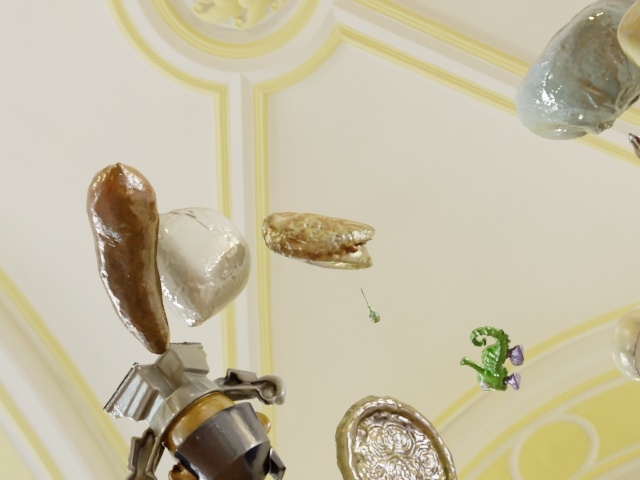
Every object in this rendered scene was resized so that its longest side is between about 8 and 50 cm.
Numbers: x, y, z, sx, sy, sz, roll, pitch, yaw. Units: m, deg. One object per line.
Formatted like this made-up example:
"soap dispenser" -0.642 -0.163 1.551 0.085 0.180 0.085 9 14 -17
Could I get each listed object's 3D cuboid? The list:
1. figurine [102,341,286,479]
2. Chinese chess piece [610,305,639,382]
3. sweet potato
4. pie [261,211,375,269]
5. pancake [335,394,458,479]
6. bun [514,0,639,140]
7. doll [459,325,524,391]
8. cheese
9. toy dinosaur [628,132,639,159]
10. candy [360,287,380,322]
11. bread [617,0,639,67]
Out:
"figurine" -0.186 0.296 1.069 0.308 0.308 0.143 -24 -32 -3
"Chinese chess piece" 0.511 0.162 1.074 0.122 0.051 0.122 -4 -81 -26
"sweet potato" -0.260 0.026 0.945 0.097 0.097 0.291 -9 -64 -9
"pie" 0.000 0.000 1.116 0.179 0.205 0.084 10 -85 11
"pancake" 0.112 0.322 0.990 0.212 0.235 0.029 43 -56 0
"bun" 0.581 -0.355 1.448 0.211 0.362 0.362 42 -82 13
"doll" 0.315 0.220 1.263 0.115 0.050 0.190 4 -46 12
"cheese" -0.206 0.037 1.134 0.189 0.198 0.154 -30 -20 -40
"toy dinosaur" 0.706 -0.158 1.297 0.327 0.206 0.113 23 -79 -39
"candy" 0.108 0.143 1.513 0.023 0.025 0.083 -24 -100 5
"bread" 0.421 -0.190 0.741 0.213 0.213 0.105 30 -64 -20
